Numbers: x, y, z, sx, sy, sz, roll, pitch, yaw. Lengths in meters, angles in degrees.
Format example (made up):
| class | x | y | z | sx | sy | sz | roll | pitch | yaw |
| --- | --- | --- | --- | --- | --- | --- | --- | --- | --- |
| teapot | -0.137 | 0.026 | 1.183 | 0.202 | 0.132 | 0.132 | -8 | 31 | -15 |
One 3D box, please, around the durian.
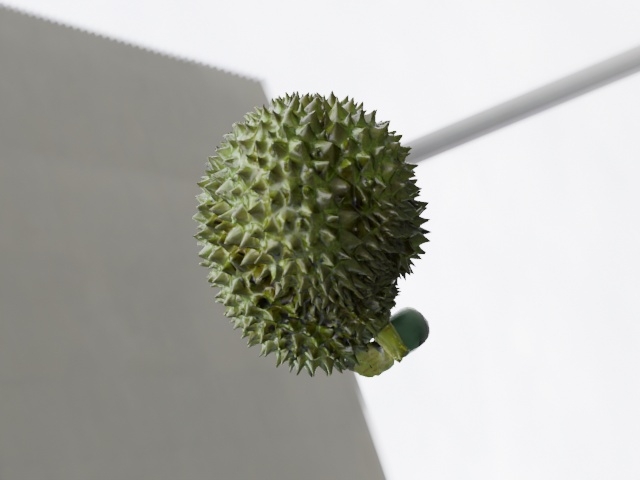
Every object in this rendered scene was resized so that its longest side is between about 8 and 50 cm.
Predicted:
| class | x | y | z | sx | sy | sz | roll | pitch | yaw |
| --- | --- | --- | --- | --- | --- | --- | --- | --- | --- |
| durian | -0.014 | -0.004 | 1.231 | 0.146 | 0.159 | 0.198 | -13 | -70 | -56 |
